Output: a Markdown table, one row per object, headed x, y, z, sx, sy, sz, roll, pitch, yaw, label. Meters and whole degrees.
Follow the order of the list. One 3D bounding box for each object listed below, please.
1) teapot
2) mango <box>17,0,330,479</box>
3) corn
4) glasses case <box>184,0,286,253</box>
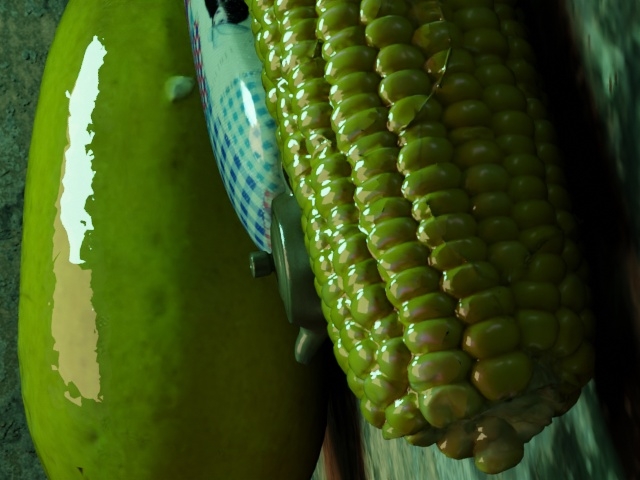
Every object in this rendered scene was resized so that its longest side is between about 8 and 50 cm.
| x | y | z | sx | sy | sz | roll | pitch | yaw | label |
| --- | --- | --- | --- | --- | --- | --- | --- | --- | --- |
| 0.000 | 0.000 | 0.719 | 0.076 | 0.068 | 0.121 | -116 | 19 | -71 | teapot |
| -0.109 | 0.010 | 1.068 | 0.301 | 0.220 | 0.445 | -100 | 6 | -71 | mango |
| 0.020 | -0.053 | 0.424 | 0.080 | 0.080 | 0.238 | 95 | 167 | -65 | corn |
| -0.038 | -0.129 | 0.866 | 0.125 | 0.076 | 0.327 | 85 | 175 | -50 | glasses case |
